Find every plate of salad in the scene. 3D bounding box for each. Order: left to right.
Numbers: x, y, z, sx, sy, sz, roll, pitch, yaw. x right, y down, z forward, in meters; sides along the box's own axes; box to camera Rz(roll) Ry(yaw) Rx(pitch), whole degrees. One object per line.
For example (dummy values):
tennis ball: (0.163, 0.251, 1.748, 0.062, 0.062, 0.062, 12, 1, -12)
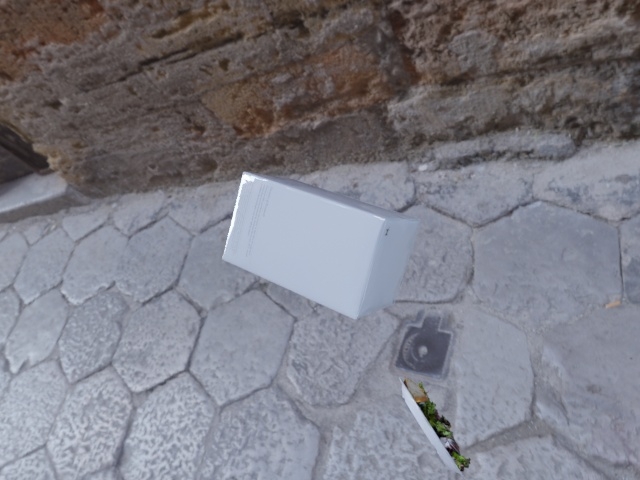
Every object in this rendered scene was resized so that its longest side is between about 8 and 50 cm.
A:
plate of salad: (0.207, 0.332, 0.853, 0.048, 0.200, 0.200, -33, 47, -1)

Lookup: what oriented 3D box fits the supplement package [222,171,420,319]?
supplement package: (0.000, 0.000, 0.866, 0.293, 0.178, 0.175, 21, 101, 28)
